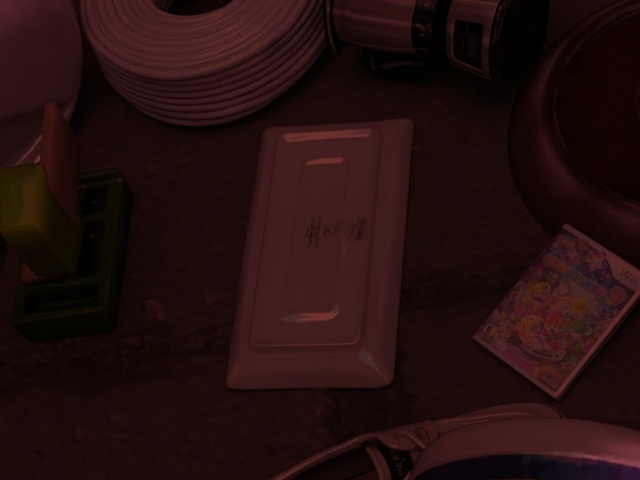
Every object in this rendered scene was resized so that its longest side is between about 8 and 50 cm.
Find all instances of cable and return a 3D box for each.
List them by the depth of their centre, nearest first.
[{"bbox_3d":[-0.106,-0.235,1.235,0.257,0.089,0.257,-30,55,-4],"label":"cable"}]

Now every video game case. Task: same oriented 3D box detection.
[{"bbox_3d":[0.191,0.055,1.002,0.087,0.011,0.122,36,83,32],"label":"video game case"}]

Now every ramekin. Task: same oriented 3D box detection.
[{"bbox_3d":[-0.366,-0.166,1.170,0.273,0.273,0.127,-46,46,-15],"label":"ramekin"}]

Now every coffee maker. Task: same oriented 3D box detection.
[{"bbox_3d":[0.116,-0.227,1.149,0.178,0.120,0.171,17,64,24],"label":"coffee maker"}]

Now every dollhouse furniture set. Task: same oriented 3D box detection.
[{"bbox_3d":[-0.340,-0.012,1.094,0.301,0.198,0.151,-8,58,10],"label":"dollhouse furniture set"}]

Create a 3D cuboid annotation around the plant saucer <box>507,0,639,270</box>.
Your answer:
[{"bbox_3d":[0.310,-0.107,1.062,0.310,0.050,0.311,-7,56,11],"label":"plant saucer"}]

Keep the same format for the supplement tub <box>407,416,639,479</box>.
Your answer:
[{"bbox_3d":[0.140,0.289,0.747,0.228,0.228,0.316,3,59,18],"label":"supplement tub"}]

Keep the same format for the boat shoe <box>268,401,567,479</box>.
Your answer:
[{"bbox_3d":[0.058,0.177,0.927,0.267,0.088,0.096,-17,55,5],"label":"boat shoe"}]

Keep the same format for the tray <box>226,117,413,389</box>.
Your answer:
[{"bbox_3d":[0.000,0.000,1.092,0.145,0.030,0.270,-2,58,14],"label":"tray"}]
